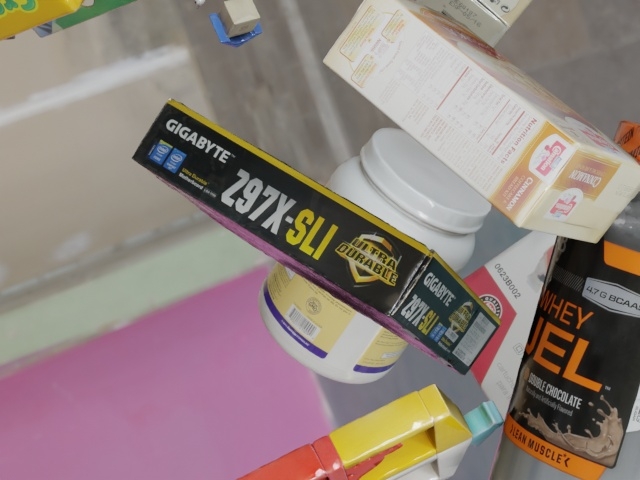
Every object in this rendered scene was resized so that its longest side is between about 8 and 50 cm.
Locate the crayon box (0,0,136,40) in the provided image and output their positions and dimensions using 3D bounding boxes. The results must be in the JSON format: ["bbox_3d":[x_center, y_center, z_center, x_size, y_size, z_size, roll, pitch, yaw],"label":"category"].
[{"bbox_3d":[-0.304,-0.261,1.161,0.203,0.083,0.323,-9,136,48],"label":"crayon box"}]

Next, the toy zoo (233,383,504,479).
[{"bbox_3d":[0.011,0.198,1.175,0.030,0.293,0.192,62,175,23],"label":"toy zoo"}]

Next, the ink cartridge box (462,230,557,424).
[{"bbox_3d":[0.378,0.096,1.859,0.279,0.385,0.160,59,-172,34],"label":"ink cartridge box"}]

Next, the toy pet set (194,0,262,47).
[{"bbox_3d":[-0.115,-0.316,1.901,0.114,0.122,0.065,66,156,12],"label":"toy pet set"}]

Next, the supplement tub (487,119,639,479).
[{"bbox_3d":[0.267,0.087,1.152,0.207,0.207,0.337,30,108,62],"label":"supplement tub"}]

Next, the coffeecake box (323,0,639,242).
[{"bbox_3d":[0.115,-0.083,0.992,0.185,0.068,0.142,43,-163,26],"label":"coffeecake box"}]

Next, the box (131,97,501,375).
[{"bbox_3d":[0.000,0.000,1.437,0.322,0.079,0.257,31,178,27],"label":"box"}]

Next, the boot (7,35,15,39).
[{"bbox_3d":[-0.355,-0.317,1.532,0.190,0.076,0.208,-157,74,-65],"label":"boot"}]

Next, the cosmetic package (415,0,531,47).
[{"bbox_3d":[0.232,-0.345,1.858,0.113,0.309,0.160,41,146,0],"label":"cosmetic package"}]

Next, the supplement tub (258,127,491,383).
[{"bbox_3d":[0.080,0.023,2.182,0.331,0.241,0.241,-56,48,26],"label":"supplement tub"}]
